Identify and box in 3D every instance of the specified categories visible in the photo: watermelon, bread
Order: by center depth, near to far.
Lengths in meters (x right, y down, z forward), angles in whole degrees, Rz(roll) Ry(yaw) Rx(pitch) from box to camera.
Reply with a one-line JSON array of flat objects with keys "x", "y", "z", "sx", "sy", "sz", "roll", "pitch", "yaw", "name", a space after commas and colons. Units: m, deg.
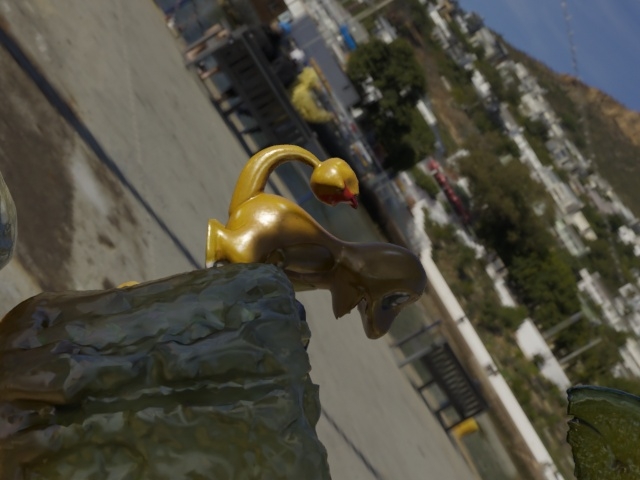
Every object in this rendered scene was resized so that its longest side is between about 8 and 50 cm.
[{"x": -0.096, "y": 0.103, "z": 0.483, "sx": 0.262, "sy": 0.204, "sz": 0.162, "roll": -106, "pitch": -176, "yaw": -48, "name": "bread"}, {"x": 0.196, "y": 0.173, "z": 0.514, "sx": 0.075, "sy": 0.092, "sz": 0.181, "roll": 27, "pitch": 56, "yaw": -63, "name": "watermelon"}]

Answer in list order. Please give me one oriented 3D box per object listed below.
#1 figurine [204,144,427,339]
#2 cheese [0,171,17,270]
[{"x": 0.003, "y": -0.003, "z": 0.697, "sx": 0.176, "sy": 0.122, "sz": 0.121, "roll": 22, "pitch": -3, "yaw": -7, "name": "figurine"}, {"x": -0.475, "y": -0.091, "z": 0.806, "sx": 0.129, "sy": 0.351, "sz": 0.328, "roll": -108, "pitch": -163, "yaw": -48, "name": "cheese"}]
